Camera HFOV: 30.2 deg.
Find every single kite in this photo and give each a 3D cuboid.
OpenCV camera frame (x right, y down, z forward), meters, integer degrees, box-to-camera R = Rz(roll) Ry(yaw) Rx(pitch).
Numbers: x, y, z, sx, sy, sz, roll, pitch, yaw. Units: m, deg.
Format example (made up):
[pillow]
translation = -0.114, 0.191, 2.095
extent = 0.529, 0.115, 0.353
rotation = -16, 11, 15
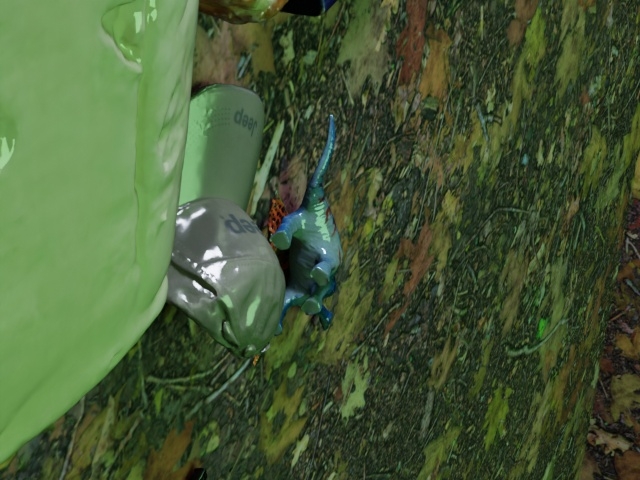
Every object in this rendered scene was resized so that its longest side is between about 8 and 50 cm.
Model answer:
[kite]
translation = -0.039, 0.035, 1.433
extent = 0.125, 0.008, 0.222
rotation = -22, 124, -60

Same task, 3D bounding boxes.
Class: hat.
[hat]
translation = -0.079, -0.019, 1.184
extent = 0.245, 0.149, 0.214
rotation = -65, 156, 7

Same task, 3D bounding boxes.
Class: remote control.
[remote control]
translation = -0.156, 0.299, 1.342
extent = 0.091, 0.016, 0.034
rotation = -60, 168, -26

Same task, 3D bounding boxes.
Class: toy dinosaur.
[toy dinosaur]
translation = -0.010, 0.026, 1.397
extent = 0.144, 0.076, 0.329
rotation = -61, 157, -46

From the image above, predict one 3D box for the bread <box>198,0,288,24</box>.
[bread]
translation = -0.079, -0.304, 1.014
extent = 0.190, 0.123, 0.244
rotation = -20, 123, -62

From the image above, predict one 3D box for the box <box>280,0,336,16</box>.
[box]
translation = 0.028, -0.367, 1.253
extent = 0.259, 0.071, 0.168
rotation = -49, 146, -41

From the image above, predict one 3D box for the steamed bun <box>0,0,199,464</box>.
[steamed bun]
translation = -0.273, -0.034, 0.586
extent = 0.456, 0.290, 0.371
rotation = -36, 142, -49
